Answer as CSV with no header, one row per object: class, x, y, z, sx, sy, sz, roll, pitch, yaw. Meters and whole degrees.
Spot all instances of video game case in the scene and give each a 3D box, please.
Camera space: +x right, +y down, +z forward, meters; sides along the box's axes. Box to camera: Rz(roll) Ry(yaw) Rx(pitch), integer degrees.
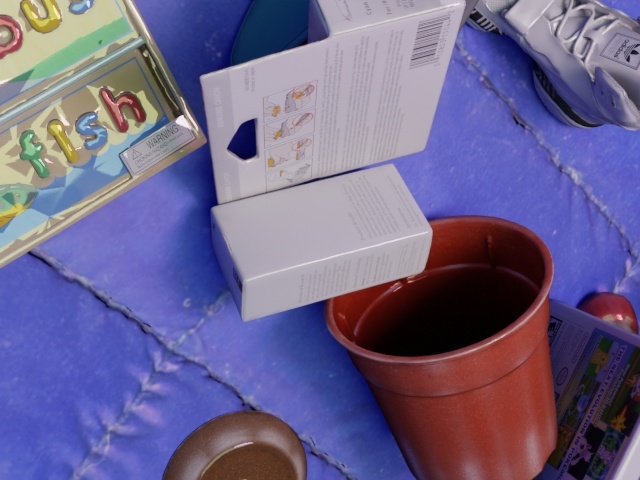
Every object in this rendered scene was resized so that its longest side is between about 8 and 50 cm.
video game case,0.309,0.258,1.297,0.036,0.300,0.329,25,92,-18

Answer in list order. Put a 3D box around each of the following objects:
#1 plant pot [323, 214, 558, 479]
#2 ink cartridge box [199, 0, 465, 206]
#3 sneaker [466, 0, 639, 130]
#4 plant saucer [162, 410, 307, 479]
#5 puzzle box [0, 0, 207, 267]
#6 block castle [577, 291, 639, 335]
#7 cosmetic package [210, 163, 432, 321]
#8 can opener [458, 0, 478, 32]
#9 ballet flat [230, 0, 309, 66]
plant pot,0.169,0.154,1.238,0.272,0.272,0.265,-29,123,-17
ink cartridge box,0.000,-0.152,1.058,0.261,0.296,0.066,-17,69,-9
sneaker,0.304,-0.264,1.204,0.366,0.210,0.137,43,82,-28
plant saucer,-0.099,0.311,1.260,0.198,0.036,0.199,-7,107,-25
puzzle box,-0.347,-0.115,1.013,0.408,0.052,0.272,-34,115,-14
block castle,0.593,0.228,1.461,0.303,0.213,0.453,-27,112,11
cosmetic package,0.000,0.000,1.159,0.231,0.117,0.086,-14,143,-15
can opener,0.154,-0.312,1.145,0.074,0.093,0.280,5,127,-33
ballet flat,0.048,-0.317,1.123,0.139,0.139,0.400,30,89,-29
